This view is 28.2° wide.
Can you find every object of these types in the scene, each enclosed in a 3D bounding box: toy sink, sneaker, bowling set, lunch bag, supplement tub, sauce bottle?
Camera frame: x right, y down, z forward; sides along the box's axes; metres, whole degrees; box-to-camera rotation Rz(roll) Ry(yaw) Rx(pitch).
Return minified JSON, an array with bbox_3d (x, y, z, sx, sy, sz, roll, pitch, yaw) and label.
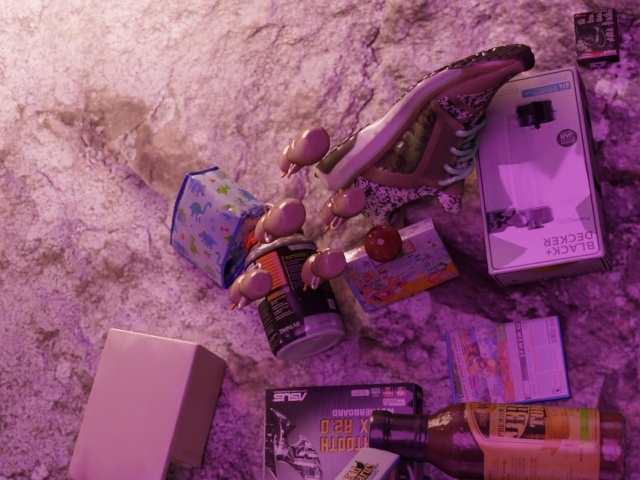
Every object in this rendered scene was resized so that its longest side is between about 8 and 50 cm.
[{"bbox_3d":[-0.255,0.268,1.916,0.153,0.131,0.234,7,74,21],"label":"toy sink"},{"bbox_3d":[0.177,-0.134,1.824,0.410,0.158,0.182,-36,87,45],"label":"sneaker"},{"bbox_3d":[0.000,0.000,1.810,0.200,0.154,0.287,27,76,-12],"label":"bowling set"},{"bbox_3d":[-0.163,-0.018,1.981,0.129,0.096,0.151,38,119,24],"label":"lunch bag"},{"bbox_3d":[-0.043,0.073,1.901,0.117,0.117,0.190,-23,69,12],"label":"supplement tub"},{"bbox_3d":[0.238,0.275,1.728,0.344,0.111,0.111,2,76,8],"label":"sauce bottle"}]

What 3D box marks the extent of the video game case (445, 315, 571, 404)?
[{"bbox_3d":[0.267,0.178,1.822,0.166,0.015,0.119,-10,74,16],"label":"video game case"}]

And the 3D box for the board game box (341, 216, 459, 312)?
[{"bbox_3d":[0.113,0.038,1.866,0.154,0.103,0.026,-23,37,13],"label":"board game box"}]

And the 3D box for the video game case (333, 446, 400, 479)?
[{"bbox_3d":[0.030,0.442,1.655,0.061,0.244,0.269,10,110,23],"label":"video game case"}]

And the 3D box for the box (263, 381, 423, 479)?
[{"bbox_3d":[0.033,0.302,1.847,0.231,0.056,0.183,-4,74,18],"label":"box"}]

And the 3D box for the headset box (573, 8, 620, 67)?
[{"bbox_3d":[0.410,-0.297,1.889,0.062,0.032,0.083,-6,75,18],"label":"headset box"}]

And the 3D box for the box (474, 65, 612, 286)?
[{"bbox_3d":[0.315,-0.090,1.837,0.169,0.087,0.290,-9,74,17],"label":"box"}]
